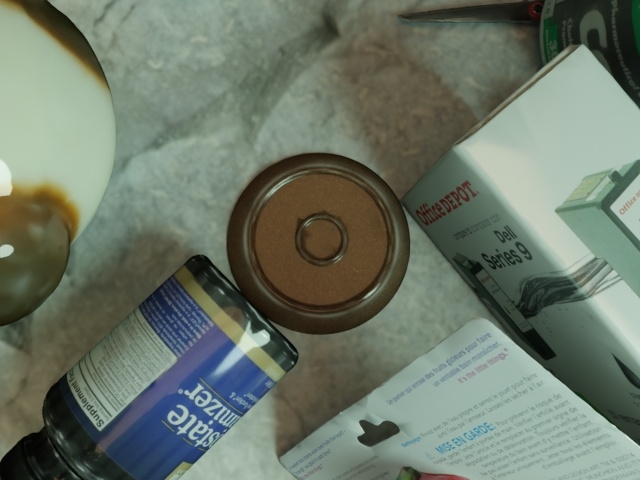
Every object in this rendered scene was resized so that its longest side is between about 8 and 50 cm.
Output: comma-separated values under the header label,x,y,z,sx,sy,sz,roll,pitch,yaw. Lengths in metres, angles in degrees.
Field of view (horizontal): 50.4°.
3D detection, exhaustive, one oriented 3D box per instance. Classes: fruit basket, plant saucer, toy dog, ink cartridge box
label,x,y,z,sx,sy,sz,roll,pitch,yaw
fruit basket,0.163,0.219,0.472,0.353,0.327,0.165,43,53,6
plant saucer,0.000,0.000,0.610,0.169,0.029,0.168,1,82,-4
toy dog,-0.330,-0.059,0.421,0.408,0.395,0.284,-7,75,3
ink cartridge box,0.210,0.023,0.532,0.121,0.211,0.289,-39,86,-7

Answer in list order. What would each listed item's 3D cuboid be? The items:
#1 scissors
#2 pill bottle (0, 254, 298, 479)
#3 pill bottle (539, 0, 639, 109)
label,x,y,z,sx,sy,sz,roll,pitch,yaw
scissors,0.227,-0.231,0.662,0.297,0.021,0.108,10,85,-2
pill bottle,-0.134,0.125,0.537,0.219,0.123,0.123,-44,88,-7
pill bottle,0.304,-0.168,0.467,0.204,0.361,0.204,0,99,0
